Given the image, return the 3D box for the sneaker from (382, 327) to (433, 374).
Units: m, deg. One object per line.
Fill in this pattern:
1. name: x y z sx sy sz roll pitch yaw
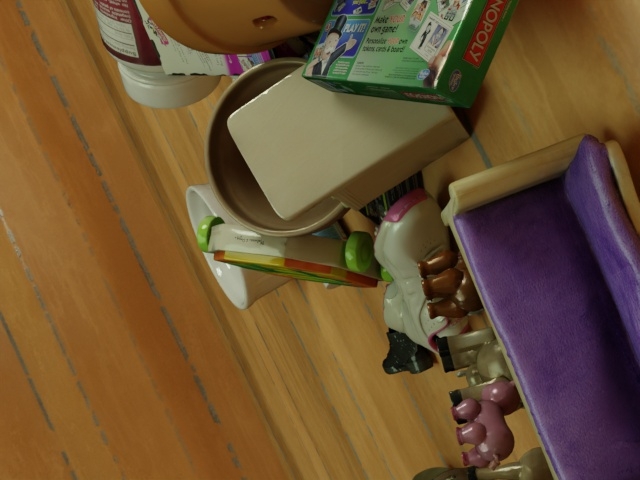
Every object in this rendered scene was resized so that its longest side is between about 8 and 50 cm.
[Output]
1. sneaker: 0.136 0.170 1.763 0.089 0.051 0.170 67 158 -4

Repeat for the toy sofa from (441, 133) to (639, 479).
1. toy sofa: 0.252 0.090 1.033 0.177 0.150 0.362 90 159 -82

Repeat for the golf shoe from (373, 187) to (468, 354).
1. golf shoe: 0.154 0.051 1.476 0.140 0.115 0.306 43 161 32

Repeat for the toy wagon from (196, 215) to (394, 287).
1. toy wagon: -0.008 0.025 1.622 0.267 0.344 0.068 7 83 29

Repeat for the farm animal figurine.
1. farm animal figurine: 0.232 0.161 1.253 0.327 0.172 0.330 19 -122 -84

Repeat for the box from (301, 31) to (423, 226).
1. box: 0.056 -0.161 1.531 0.216 0.060 0.270 41 151 52

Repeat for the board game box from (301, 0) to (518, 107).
1. board game box: 0.097 -0.247 1.090 0.046 0.213 0.317 24 180 -25

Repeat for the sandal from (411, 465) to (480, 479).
1. sandal: 0.217 0.400 1.735 0.303 0.120 0.086 -174 74 -71

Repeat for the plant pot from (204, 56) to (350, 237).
1. plant pot: -0.027 -0.120 1.456 0.237 0.237 0.110 61 -160 14

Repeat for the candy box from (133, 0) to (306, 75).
1. candy box: -0.148 -0.315 1.521 0.233 0.071 0.159 7 132 38

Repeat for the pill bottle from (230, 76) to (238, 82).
1. pill bottle: -0.096 -0.312 1.650 0.131 0.131 0.229 48 156 44

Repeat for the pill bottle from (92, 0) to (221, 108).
1. pill bottle: -0.287 -0.436 1.888 0.224 0.224 0.392 52 158 37

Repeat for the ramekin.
1. ramekin: -0.158 -0.008 2.236 0.277 0.135 0.277 55 160 32

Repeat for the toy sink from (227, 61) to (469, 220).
1. toy sink: 0.035 -0.133 1.299 0.152 0.234 0.131 59 -170 16

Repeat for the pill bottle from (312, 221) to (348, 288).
1. pill bottle: 0.000 0.000 1.863 0.160 0.087 0.087 60 162 17

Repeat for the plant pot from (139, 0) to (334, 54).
1. plant pot: -0.059 -0.359 1.282 0.203 0.291 0.291 17 132 47
